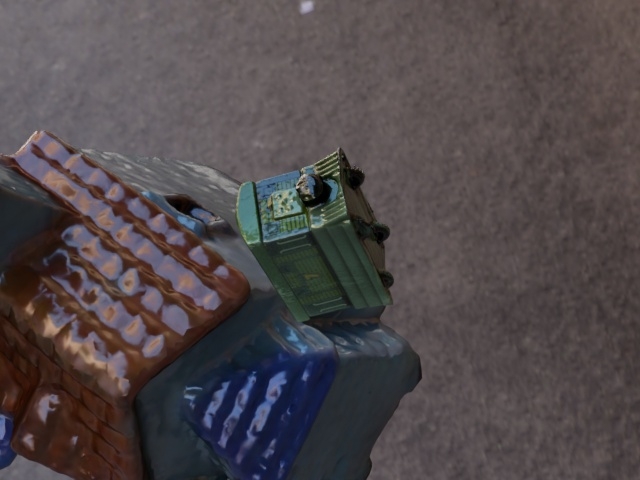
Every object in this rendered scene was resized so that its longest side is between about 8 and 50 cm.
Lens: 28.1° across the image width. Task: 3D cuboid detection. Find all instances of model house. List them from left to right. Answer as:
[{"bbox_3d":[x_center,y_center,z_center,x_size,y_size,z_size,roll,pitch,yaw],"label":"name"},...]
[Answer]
[{"bbox_3d":[-0.151,0.067,0.797,0.295,0.329,0.252,34,97,28],"label":"model house"}]

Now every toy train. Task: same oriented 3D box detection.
[{"bbox_3d":[0.000,0.000,0.562,0.056,0.093,0.038,-13,58,10],"label":"toy train"}]
